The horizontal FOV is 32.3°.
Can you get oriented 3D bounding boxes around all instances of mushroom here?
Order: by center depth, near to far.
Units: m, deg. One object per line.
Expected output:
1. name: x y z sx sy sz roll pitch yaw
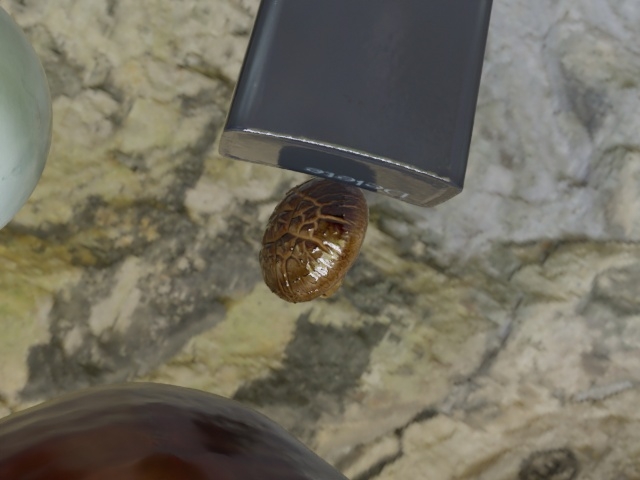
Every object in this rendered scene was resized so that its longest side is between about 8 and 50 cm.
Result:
1. mushroom: -0.008 -0.003 0.989 0.084 0.109 0.126 13 -141 -13

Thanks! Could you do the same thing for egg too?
1. egg: -0.256 -0.076 0.673 0.182 0.183 0.264 22 -176 -25

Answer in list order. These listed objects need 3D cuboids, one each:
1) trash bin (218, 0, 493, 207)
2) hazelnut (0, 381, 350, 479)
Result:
1. trash bin: 0.034 -0.155 0.783 0.165 0.226 0.115 13 172 -6
2. hazelnut: -0.128 0.301 0.770 0.402 0.402 0.429 11 -141 -52
